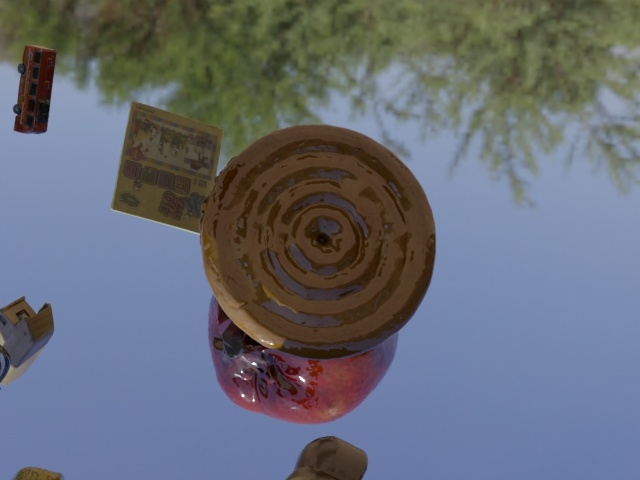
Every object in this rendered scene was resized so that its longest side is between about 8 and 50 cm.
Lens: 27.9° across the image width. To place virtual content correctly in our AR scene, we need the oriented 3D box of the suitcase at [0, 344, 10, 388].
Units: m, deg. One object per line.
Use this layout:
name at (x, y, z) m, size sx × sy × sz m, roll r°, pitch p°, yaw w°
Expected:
suitcase at (-0.502, 0.143, 1.527) m, size 0.235 × 0.194 × 0.143 m, roll 42°, pitch 174°, yaw -4°

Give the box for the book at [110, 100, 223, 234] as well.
book at (-0.247, -0.117, 2.098) m, size 0.168 × 0.192 × 0.013 m, roll 16°, pitch 160°, yaw -26°

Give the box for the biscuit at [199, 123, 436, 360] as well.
biscuit at (0.000, 0.000, 1.380) m, size 0.262 × 0.261 × 0.037 m, roll 5°, pitch 175°, yaw -10°

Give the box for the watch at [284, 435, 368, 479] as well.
watch at (0.022, 0.446, 1.417) m, size 0.327 × 0.335 × 0.314 m, roll 43°, pitch -155°, yaw -21°

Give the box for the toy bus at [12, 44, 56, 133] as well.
toy bus at (-0.352, -0.185, 1.593) m, size 0.043 × 0.110 × 0.031 m, roll 15°, pitch -169°, yaw 35°

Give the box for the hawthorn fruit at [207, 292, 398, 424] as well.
hawthorn fruit at (-0.019, 0.144, 1.955) m, size 0.311 × 0.295 × 0.295 m, roll 14°, pitch -175°, yaw -36°

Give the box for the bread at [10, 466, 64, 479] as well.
bread at (-0.404, 0.372, 1.731) m, size 0.065 × 0.149 × 0.188 m, roll 28°, pitch 161°, yaw -10°

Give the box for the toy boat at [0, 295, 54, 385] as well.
toy boat at (-0.433, 0.140, 1.807) m, size 0.077 × 0.200 × 0.057 m, roll 49°, pitch -134°, yaw 6°
